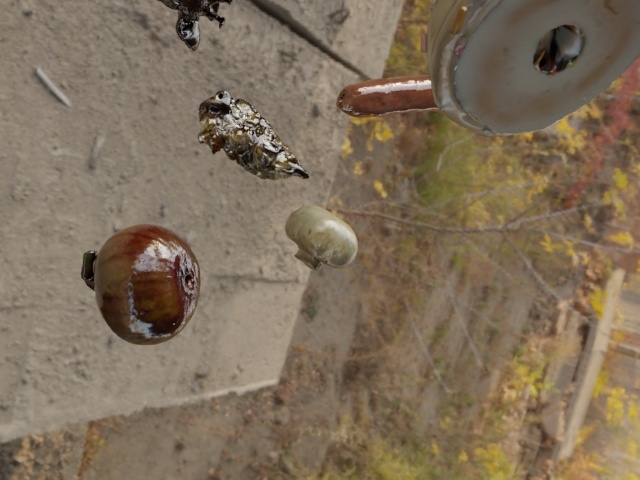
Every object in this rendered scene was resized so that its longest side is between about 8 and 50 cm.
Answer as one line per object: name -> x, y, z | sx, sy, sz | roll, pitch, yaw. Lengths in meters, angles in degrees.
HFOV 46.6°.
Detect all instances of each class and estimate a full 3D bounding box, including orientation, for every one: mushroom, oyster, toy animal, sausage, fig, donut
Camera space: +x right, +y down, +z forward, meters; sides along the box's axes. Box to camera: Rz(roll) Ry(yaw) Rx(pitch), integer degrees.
mushroom -> 0.000, 0.000, 1.589 | 0.127, 0.166, 0.166 | -62, 154, -1
oyster -> -0.070, -0.114, 0.809 | 0.029, 0.132, 0.086 | 145, -45, -60
toy animal -> -0.297, -0.553, 1.723 | 0.179, 0.116, 0.218 | 10, 118, -35
sausage -> 0.215, -0.317, 1.619 | 0.433, 0.088, 0.088 | -11, 118, -34
fig -> -0.342, 0.085, 1.455 | 0.235, 0.214, 0.235 | 50, 20, -26
donut -> 0.330, -0.327, 1.140 | 0.382, 0.142, 0.382 | -15, 145, -11
